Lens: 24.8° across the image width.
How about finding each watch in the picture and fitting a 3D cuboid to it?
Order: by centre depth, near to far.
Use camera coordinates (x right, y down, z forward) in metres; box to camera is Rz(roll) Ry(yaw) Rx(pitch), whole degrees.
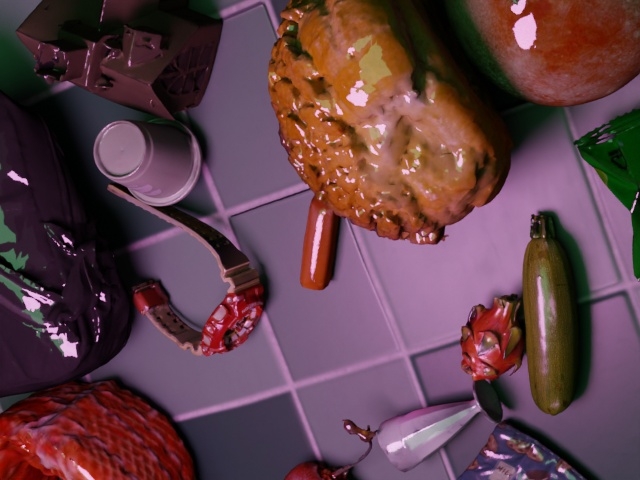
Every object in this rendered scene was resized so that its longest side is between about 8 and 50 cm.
[{"bbox_3d":[-0.198,0.044,1.988,0.268,0.102,0.165,31,116,24],"label":"watch"}]

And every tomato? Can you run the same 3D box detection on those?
[{"bbox_3d":[0.261,-0.279,1.602,0.270,0.222,0.270,6,104,26],"label":"tomato"}]

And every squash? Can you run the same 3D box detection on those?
[{"bbox_3d":[0.281,0.095,1.778,0.066,0.066,0.252,0,103,25],"label":"squash"}]

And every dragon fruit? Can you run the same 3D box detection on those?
[{"bbox_3d":[0.216,0.119,1.808,0.086,0.081,0.116,27,113,52],"label":"dragon fruit"}]

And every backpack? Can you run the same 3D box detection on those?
[{"bbox_3d":[-0.458,-0.001,2.004,0.363,0.255,0.446,-17,90,29],"label":"backpack"}]

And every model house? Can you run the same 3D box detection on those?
[{"bbox_3d":[-0.270,-0.263,1.844,0.211,0.243,0.204,22,112,19],"label":"model house"}]

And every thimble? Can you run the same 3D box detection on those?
[{"bbox_3d":[-0.345,0.380,2.061,0.350,0.230,0.350,7,107,23],"label":"thimble"}]

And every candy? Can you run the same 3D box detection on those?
[{"bbox_3d":[0.393,-0.055,1.682,0.141,0.078,0.203,-25,97,29],"label":"candy"}]

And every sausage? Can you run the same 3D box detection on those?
[{"bbox_3d":[0.000,0.000,1.901,0.039,0.041,0.131,18,110,26],"label":"sausage"}]

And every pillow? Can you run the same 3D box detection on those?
[{"bbox_3d":[0.249,0.373,1.889,0.189,0.034,0.256,37,118,14],"label":"pillow"}]

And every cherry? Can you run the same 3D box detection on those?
[{"bbox_3d":[0.006,0.317,1.950,0.107,0.090,0.225,35,122,28],"label":"cherry"}]

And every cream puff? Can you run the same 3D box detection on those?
[{"bbox_3d":[0.065,-0.151,1.666,0.231,0.343,0.327,-30,69,15],"label":"cream puff"}]

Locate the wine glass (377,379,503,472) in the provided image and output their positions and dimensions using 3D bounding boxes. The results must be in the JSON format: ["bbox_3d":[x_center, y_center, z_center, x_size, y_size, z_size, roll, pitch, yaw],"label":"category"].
[{"bbox_3d":[0.155,0.235,1.876,0.155,0.073,0.073,-32,89,25],"label":"wine glass"}]

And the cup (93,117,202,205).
[{"bbox_3d":[-0.229,-0.111,1.910,0.120,0.141,0.120,-3,82,18],"label":"cup"}]
